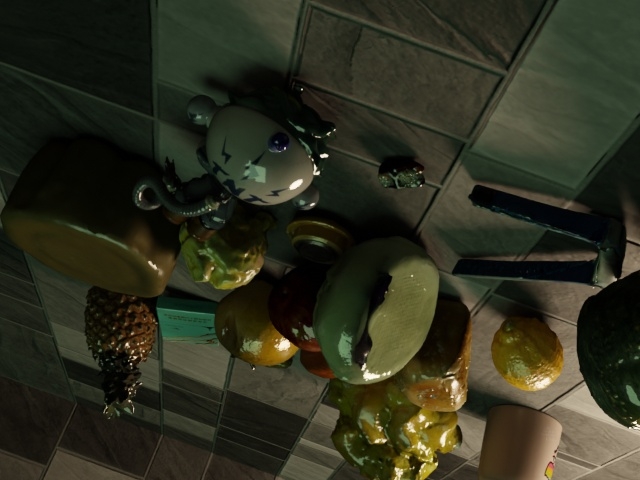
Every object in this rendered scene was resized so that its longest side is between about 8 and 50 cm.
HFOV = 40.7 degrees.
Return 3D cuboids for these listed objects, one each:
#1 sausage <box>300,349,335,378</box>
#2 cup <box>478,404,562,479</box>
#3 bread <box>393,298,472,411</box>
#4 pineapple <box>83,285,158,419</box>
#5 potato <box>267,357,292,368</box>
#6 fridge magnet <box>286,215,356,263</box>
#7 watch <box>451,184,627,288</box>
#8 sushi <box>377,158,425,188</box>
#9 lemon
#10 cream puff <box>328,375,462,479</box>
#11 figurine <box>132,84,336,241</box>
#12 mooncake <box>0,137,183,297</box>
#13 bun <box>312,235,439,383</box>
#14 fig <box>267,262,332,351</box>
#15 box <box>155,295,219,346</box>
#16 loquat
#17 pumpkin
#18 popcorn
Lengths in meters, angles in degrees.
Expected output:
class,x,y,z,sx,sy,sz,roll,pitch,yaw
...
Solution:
class,x,y,z,sx,sy,sz,roll,pitch,yaw
sausage,0.044,0.266,2.078,0.133,0.133,0.258,31,149,-20
cup,0.511,0.569,2.232,0.191,0.201,0.253,8,151,21
bread,0.232,0.248,1.848,0.176,0.196,0.246,7,150,16
pineapple,-0.529,0.280,2.242,0.201,0.362,0.202,-1,148,0
potato,-0.121,0.333,2.388,0.092,0.045,0.046,5,151,20
fridge magnet,0.000,0.000,1.695,0.143,0.063,0.143,13,154,7
watch,0.375,0.026,1.493,0.274,0.068,0.276,14,153,10
sushi,0.135,-0.116,1.438,0.083,0.044,0.046,0,125,30
lemon,0.417,0.226,1.747,0.142,0.142,0.187,-6,136,40
cream puff,0.182,0.489,2.229,0.378,0.276,0.378,17,151,10
figurine,-0.125,-0.124,1.435,0.261,0.186,0.382,26,148,-23
mooncake,-0.454,-0.042,1.789,0.378,0.201,0.378,17,157,8
bun,0.087,0.120,1.656,0.187,0.293,0.293,27,161,37
fig,0.019,0.152,1.849,0.249,0.187,0.203,18,169,-33
box,-0.350,0.218,2.307,0.161,0.042,0.229,7,152,-2
loquat,-0.145,0.193,1.975,0.213,0.213,0.213,16,152,8
pumpkin,0.563,0.153,1.334,0.291,0.327,0.258,-19,94,57
popcorn,-0.189,0.003,1.720,0.185,0.188,0.167,13,-172,-4
